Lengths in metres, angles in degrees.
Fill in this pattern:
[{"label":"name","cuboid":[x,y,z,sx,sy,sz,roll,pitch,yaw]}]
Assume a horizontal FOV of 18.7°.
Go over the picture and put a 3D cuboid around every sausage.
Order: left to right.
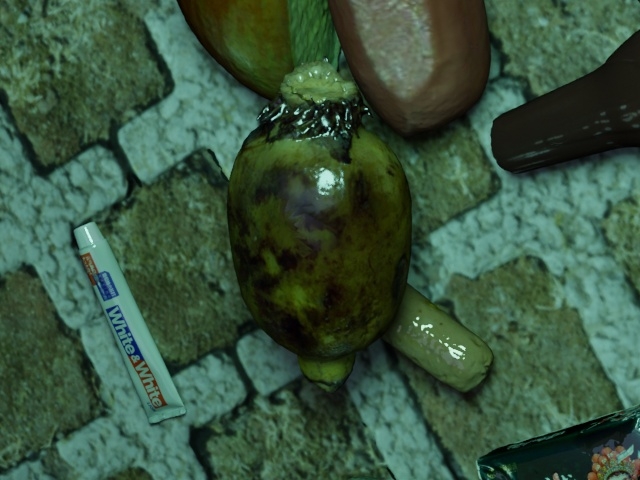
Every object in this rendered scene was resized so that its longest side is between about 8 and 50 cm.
[{"label":"sausage","cuboid":[0.040,0.038,1.851,0.301,0.066,0.066,41,114,16]},{"label":"sausage","cuboid":[0.077,-0.216,1.727,0.148,0.148,0.254,-10,105,27]}]

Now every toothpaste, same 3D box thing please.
[{"label":"toothpaste","cuboid":[-0.198,0.084,1.993,0.052,0.033,0.218,-21,95,32]}]

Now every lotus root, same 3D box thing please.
[{"label":"lotus root","cuboid":[0.000,0.000,1.747,0.169,0.141,0.314,8,114,31]}]

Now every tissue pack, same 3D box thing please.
[{"label":"tissue pack","cuboid":[0.241,0.216,1.771,0.170,0.090,0.103,-21,94,28]}]

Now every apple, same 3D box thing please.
[{"label":"apple","cuboid":[-0.052,-0.290,1.795,0.179,0.254,0.346,1,106,-18]}]

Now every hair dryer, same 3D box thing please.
[{"label":"hair dryer","cuboid":[0.241,-0.226,1.643,0.312,0.123,0.340,-13,109,35]}]

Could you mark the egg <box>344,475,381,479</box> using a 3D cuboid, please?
[{"label":"egg","cuboid":[0.034,0.316,1.864,0.141,0.141,0.182,11,97,23]}]
